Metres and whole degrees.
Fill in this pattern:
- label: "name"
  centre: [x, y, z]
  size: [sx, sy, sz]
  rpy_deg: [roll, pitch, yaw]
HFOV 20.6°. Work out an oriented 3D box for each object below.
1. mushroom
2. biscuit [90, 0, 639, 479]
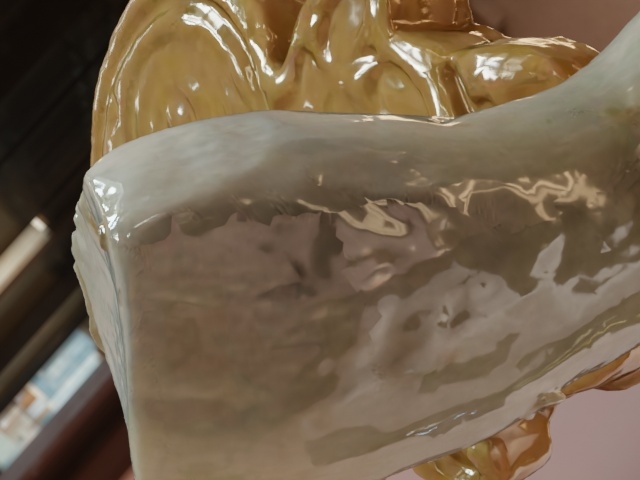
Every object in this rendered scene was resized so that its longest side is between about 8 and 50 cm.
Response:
- label: "mushroom"
  centre: [0.051, -0.012, 0.403]
  size: [0.081, 0.223, 0.092]
  rpy_deg: [119, 127, -84]
- label: "biscuit"
  centre: [-0.001, 0.000, 0.599]
  size: [0.288, 0.044, 0.202]
  rpy_deg: [4, 107, 55]
